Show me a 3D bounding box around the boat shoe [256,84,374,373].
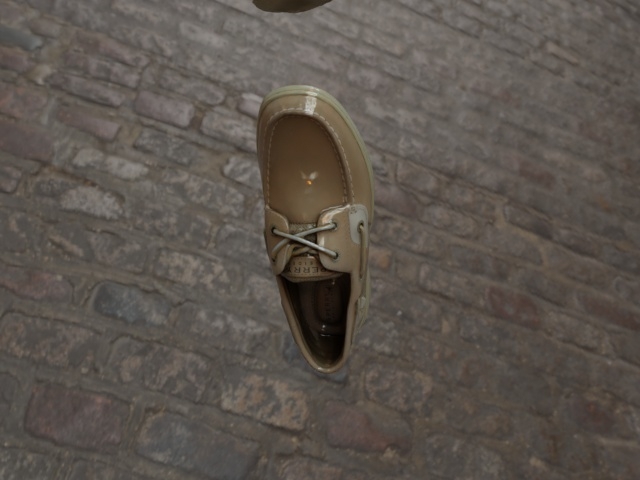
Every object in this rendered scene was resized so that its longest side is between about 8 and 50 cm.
[{"bbox_3d":[0.000,0.000,0.785,0.122,0.341,0.110,-3,36,13],"label":"boat shoe"}]

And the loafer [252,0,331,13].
[{"bbox_3d":[-0.005,-0.202,0.482,0.102,0.092,0.268,-26,30,-15],"label":"loafer"}]
